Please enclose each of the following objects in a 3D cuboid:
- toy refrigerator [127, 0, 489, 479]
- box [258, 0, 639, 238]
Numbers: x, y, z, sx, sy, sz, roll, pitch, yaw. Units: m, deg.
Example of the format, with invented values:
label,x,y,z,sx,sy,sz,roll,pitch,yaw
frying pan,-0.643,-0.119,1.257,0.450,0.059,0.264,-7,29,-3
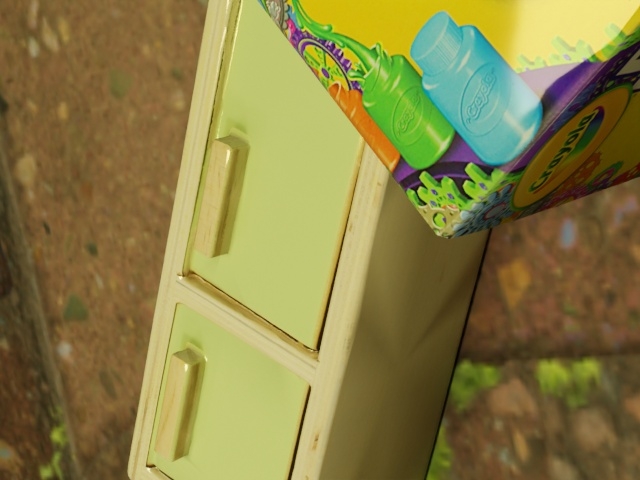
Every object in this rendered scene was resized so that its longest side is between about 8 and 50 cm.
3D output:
label,x,y,z,sx,sy,sz,roll,pitch,yaw
toy refrigerator,0.000,0.000,0.711,0.102,0.094,0.269,30,122,31
box,0.084,-0.208,0.518,0.279,0.177,0.290,53,131,18
